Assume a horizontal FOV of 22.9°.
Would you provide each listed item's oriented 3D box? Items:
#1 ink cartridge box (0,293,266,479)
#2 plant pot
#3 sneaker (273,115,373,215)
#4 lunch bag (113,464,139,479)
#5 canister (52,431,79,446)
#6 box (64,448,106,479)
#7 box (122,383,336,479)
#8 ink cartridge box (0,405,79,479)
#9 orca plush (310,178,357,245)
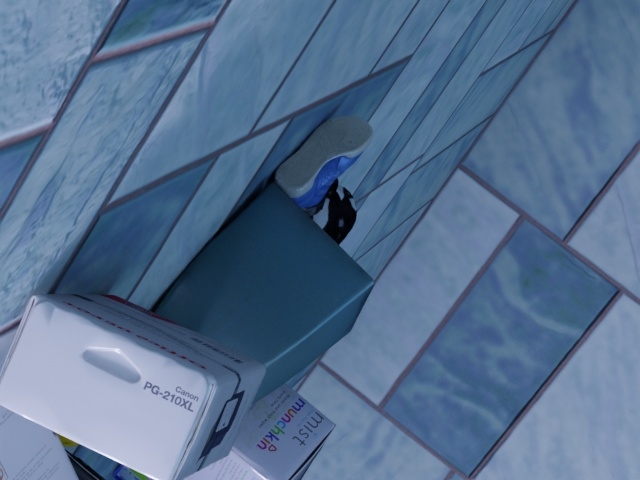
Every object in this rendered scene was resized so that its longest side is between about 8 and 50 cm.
[{"bbox_3d":[-0.160,0.123,1.376,0.237,0.172,0.100,14,100,-82],"label":"ink cartridge box"},{"bbox_3d":[-0.089,0.093,1.786,0.234,0.166,0.165,-42,169,-23],"label":"plant pot"},{"bbox_3d":[-0.001,-0.082,1.855,0.152,0.058,0.084,-43,163,-31],"label":"sneaker"},{"bbox_3d":[-0.202,0.341,2.281,0.096,0.151,0.129,-56,172,27],"label":"lunch bag"},{"bbox_3d":[-0.213,0.144,1.593,0.126,0.073,0.170,-53,171,5],"label":"canister"},{"bbox_3d":[-0.338,0.370,1.801,0.261,0.103,0.184,-51,170,-10],"label":"box"},{"bbox_3d":[-0.132,0.253,1.991,0.127,0.231,0.262,-47,170,-33],"label":"box"},{"bbox_3d":[-0.340,0.260,1.398,0.275,0.060,0.239,-48,144,-30],"label":"ink cartridge box"},{"bbox_3d":[0.000,0.000,2.086,0.151,0.102,0.287,-54,172,12],"label":"orca plush"}]
